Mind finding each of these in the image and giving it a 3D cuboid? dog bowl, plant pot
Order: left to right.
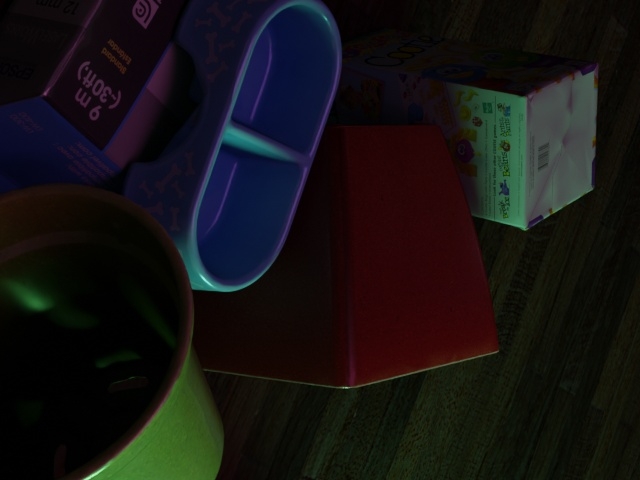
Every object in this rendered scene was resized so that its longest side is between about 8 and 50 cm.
[{"bbox_3d":[-0.202,0.134,1.240,0.276,0.276,0.254,-58,153,-20],"label":"plant pot"},{"bbox_3d":[-0.070,-0.091,1.289,0.166,0.074,0.297,21,88,-54],"label":"dog bowl"},{"bbox_3d":[0.000,0.000,1.468,0.267,0.267,0.236,-6,97,-52],"label":"plant pot"}]

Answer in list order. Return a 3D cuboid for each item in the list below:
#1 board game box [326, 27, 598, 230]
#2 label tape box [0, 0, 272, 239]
[{"bbox_3d":[0.137,-0.126,1.560,0.142,0.275,0.144,-27,124,-45],"label":"board game box"},{"bbox_3d":[-0.174,-0.118,1.296,0.249,0.115,0.348,46,65,-50],"label":"label tape box"}]
